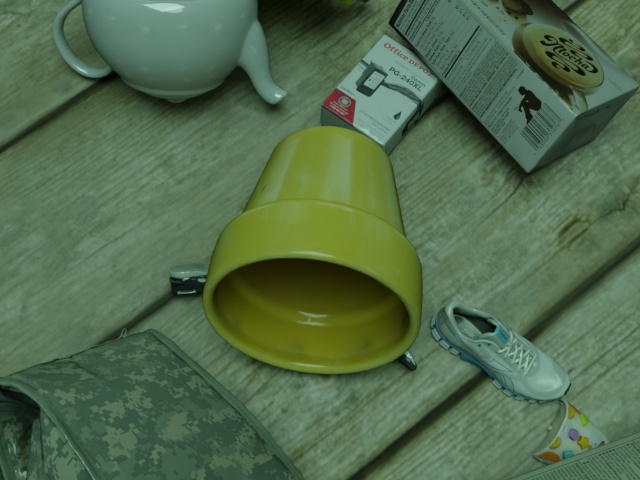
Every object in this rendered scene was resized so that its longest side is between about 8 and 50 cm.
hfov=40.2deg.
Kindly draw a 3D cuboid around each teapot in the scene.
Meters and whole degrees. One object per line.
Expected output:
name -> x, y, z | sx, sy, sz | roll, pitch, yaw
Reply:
teapot -> -0.210, -0.281, 1.211 | 0.253, 0.187, 0.256 | -18, 42, -29

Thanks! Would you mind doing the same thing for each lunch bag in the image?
lunch bag -> -0.205, 0.237, 0.959 | 0.287, 0.169, 0.235 | 48, 31, 17

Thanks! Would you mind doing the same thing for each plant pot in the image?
plant pot -> 0.000, 0.000, 1.071 | 0.254, 0.254, 0.239 | 5, 52, 2

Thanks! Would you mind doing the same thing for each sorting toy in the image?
sorting toy -> 0.316, 0.247, 1.071 | 0.075, 0.045, 0.083 | 34, 71, -7

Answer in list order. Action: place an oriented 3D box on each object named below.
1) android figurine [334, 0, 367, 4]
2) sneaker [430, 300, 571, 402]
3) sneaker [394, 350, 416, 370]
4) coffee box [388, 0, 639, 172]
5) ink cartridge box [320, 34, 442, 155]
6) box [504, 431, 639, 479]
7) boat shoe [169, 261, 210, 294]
android figurine -> -0.056, -0.401, 1.227 | 0.273, 0.056, 0.248 | 6, 31, -36
sneaker -> 0.226, 0.137, 1.088 | 0.191, 0.083, 0.071 | 29, 70, 10
sneaker -> 0.086, 0.143, 1.116 | 0.083, 0.031, 0.035 | 38, 79, 23
coffee box -> 0.259, -0.255, 1.194 | 0.168, 0.119, 0.297 | -24, 68, -39
ink cartridge box -> 0.088, -0.201, 1.233 | 0.109, 0.063, 0.150 | 35, 73, 13
box -> 0.351, 0.310, 0.966 | 0.311, 0.121, 0.148 | -17, 26, -6
boat shoe -> -0.135, 0.049, 1.148 | 0.125, 0.046, 0.038 | -6, 112, -14
